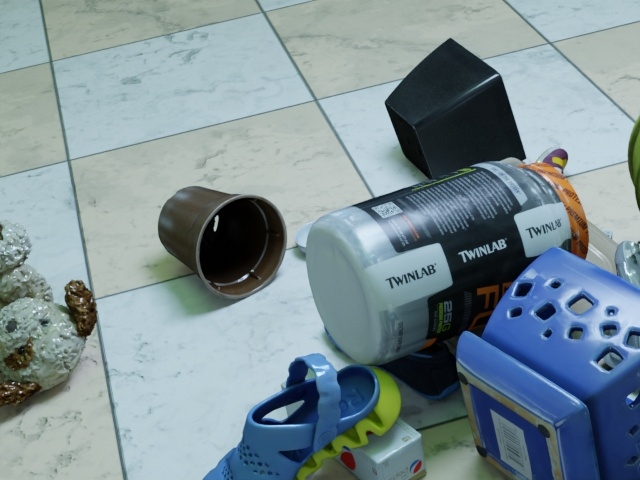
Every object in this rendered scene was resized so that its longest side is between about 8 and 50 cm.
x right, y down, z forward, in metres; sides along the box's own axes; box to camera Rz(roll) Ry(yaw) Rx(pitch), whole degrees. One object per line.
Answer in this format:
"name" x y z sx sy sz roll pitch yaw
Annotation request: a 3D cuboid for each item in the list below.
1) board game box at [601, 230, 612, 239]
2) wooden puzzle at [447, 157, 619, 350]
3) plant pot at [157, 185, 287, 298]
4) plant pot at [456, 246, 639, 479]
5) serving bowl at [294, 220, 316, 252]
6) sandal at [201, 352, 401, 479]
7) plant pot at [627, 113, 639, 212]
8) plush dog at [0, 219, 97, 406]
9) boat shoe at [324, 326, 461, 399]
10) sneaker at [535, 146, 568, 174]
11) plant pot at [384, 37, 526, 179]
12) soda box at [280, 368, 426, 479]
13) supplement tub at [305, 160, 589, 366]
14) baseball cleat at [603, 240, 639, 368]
"board game box" 0.398 0.015 1.923 0.090 0.020 0.090 4 36 19
"wooden puzzle" 0.269 0.050 1.820 0.322 0.080 0.348 -23 50 -23
"plant pot" -0.166 -0.009 1.993 0.167 0.167 0.165 -29 29 -27
"plant pot" 0.303 0.184 1.509 0.212 0.236 0.236 -35 40 -22
"serving bowl" 0.000 0.000 2.041 0.083 0.027 0.083 -6 33 4
"sandal" -0.057 0.245 1.522 0.317 0.138 0.126 -44 45 -4
"plant pot" 0.585 0.004 1.635 0.367 0.366 0.353 0 46 15
"plush dog" -0.450 0.137 1.853 0.225 0.210 0.262 31 77 27
"boat shoe" 0.104 0.127 1.764 0.258 0.089 0.109 23 45 40
"sneaker" 0.376 -0.082 2.045 0.084 0.069 0.185 22 50 26
"plant pot" 0.223 -0.210 2.178 0.167 0.188 0.187 -29 36 -8
"soda box" 0.041 0.243 1.624 0.074 0.069 0.216 -28 37 -25
"supplement tub" 0.168 0.019 1.640 0.338 0.207 0.207 -19 34 -22
"baseball cleat" 0.411 0.098 1.692 0.109 0.072 0.206 -39 39 35
